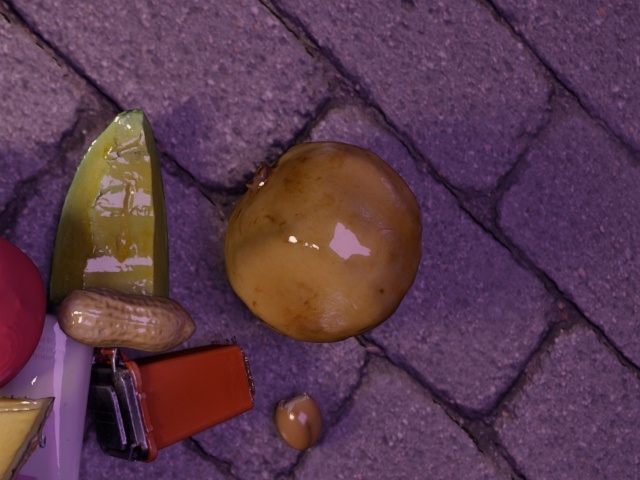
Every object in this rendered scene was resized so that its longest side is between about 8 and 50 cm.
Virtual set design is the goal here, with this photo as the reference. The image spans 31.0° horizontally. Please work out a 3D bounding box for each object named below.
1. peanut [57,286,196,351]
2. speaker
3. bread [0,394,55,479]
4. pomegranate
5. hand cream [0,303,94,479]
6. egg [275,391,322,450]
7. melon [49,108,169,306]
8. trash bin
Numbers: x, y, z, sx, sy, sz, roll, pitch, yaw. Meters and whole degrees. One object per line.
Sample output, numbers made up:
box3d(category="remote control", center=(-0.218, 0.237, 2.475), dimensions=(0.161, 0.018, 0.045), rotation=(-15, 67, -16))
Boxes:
box3d(category="peanut", center=(-0.289, 0.121, 1.731), dimensions=(0.214, 0.099, 0.090), rotation=(11, 71, -25))
box3d(category="speaker", center=(-0.530, 0.095, 1.621), dimensions=(0.294, 0.294, 0.294), rotation=(1, 87, -26))
box3d(category="bread", center=(-0.602, 0.354, 1.520), dimensions=(0.405, 0.242, 0.345), rotation=(15, 54, -7))
box3d(category="pomegranate", center=(0.000, 0.000, 1.867), dimensions=(0.333, 0.332, 0.332), rotation=(1, 87, -26))
box3d(category="hand cream", center=(-0.434, 0.277, 1.767), dimensions=(0.186, 0.118, 0.358), rotation=(10, 85, -2))
box3d(category="egg", center=(-0.035, 0.311, 1.972), dimensions=(0.080, 0.080, 0.096), rotation=(-21, 94, -25))
box3d(category="melon", center=(-0.314, -0.041, 1.833), dimensions=(0.196, 0.124, 0.323), rotation=(9, 80, -27))
box3d(category="trash bin", center=(-0.242, 0.233, 1.844), dimensions=(0.239, 0.161, 0.184), rotation=(-16, 95, -33))
